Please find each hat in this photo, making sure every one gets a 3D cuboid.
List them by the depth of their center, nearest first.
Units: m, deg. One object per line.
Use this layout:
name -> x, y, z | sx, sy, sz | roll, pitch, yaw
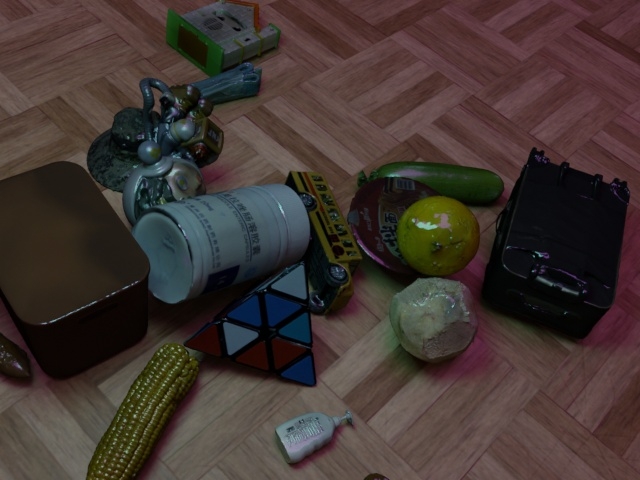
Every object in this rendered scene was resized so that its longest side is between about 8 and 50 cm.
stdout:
hat -> -0.428, -0.241, 1.654 | 0.265, 0.128, 0.265 | 3, 51, -4

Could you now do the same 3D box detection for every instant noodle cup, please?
instant noodle cup -> 0.185, -0.017, 1.607 | 0.274, 0.091, 0.274 | 7, 56, -10

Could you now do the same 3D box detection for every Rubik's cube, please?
Rubik's cube -> -0.145, 0.196, 1.358 | 0.234, 0.284, 0.250 | -16, 92, -23

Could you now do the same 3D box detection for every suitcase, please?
suitcase -> 0.536, 0.003, 1.598 | 0.283, 0.194, 0.434 | 21, 51, 6

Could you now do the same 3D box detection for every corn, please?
corn -> -0.317, 0.318, 1.246 | 0.102, 0.102, 0.313 | 21, 51, 6

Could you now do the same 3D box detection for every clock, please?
clock -> -0.268, -0.588, 1.980 | 0.220, 0.106, 0.255 | 40, 51, 19

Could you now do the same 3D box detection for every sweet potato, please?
sweet potato -> -0.611, 0.202, 1.313 | 0.206, 0.060, 0.068 | 33, 16, 17

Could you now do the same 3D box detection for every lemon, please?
lemon -> 0.247, -0.009, 1.456 | 0.173, 0.206, 0.173 | -3, 81, 20

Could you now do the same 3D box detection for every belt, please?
belt -> -0.280, -0.386, 1.832 | 0.302, 0.072, 0.087 | -28, 58, -26

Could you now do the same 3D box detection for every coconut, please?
coconut -> 0.234, 0.161, 1.431 | 0.194, 0.194, 0.194 | 5, 51, -7

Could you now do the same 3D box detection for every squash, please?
squash -> 0.278, -0.145, 1.731 | 0.379, 0.101, 0.101 | 4, 52, -7

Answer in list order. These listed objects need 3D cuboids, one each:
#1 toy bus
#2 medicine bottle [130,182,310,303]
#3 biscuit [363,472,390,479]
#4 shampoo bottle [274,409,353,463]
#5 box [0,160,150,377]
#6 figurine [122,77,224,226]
toy bus -> 0.000, 0.000, 1.550 | 0.123, 0.121, 0.335 | -3, 51, -29
medicine bottle -> -0.189, -0.004, 1.408 | 0.190, 0.190, 0.332 | 45, 38, 23
biscuit -> 0.105, 0.544, 1.186 | 0.208, 0.041, 0.290 | 4, 50, -8
shampoo bottle -> -0.007, 0.355, 1.311 | 0.152, 0.045, 0.077 | -21, 57, -23
box -> -0.495, 0.057, 1.336 | 0.239, 0.229, 0.339 | -27, 62, -27
figurine -> -0.313, -0.155, 1.532 | 0.186, 0.261, 0.382 | -7, 61, 38
